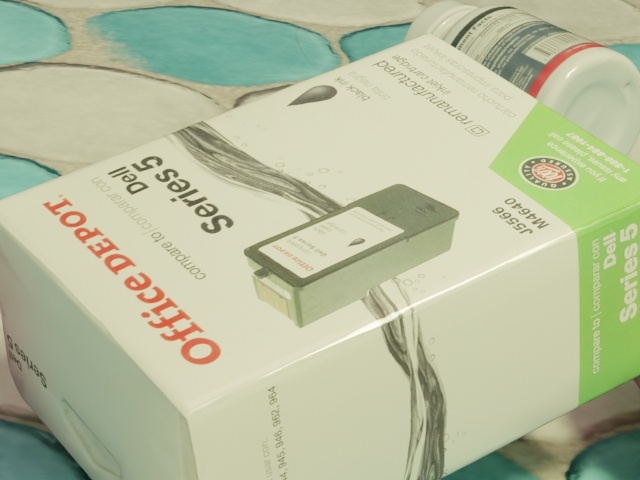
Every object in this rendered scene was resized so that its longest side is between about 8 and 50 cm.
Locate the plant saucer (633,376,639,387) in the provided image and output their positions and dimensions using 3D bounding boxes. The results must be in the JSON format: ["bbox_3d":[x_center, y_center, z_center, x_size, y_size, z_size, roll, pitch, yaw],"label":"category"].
[{"bbox_3d":[0.323,0.077,1.040,0.332,0.084,0.332,0,22,0],"label":"plant saucer"}]

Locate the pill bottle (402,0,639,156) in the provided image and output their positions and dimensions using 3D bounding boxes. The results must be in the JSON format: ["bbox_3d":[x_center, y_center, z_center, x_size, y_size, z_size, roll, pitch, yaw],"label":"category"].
[{"bbox_3d":[0.145,-0.116,1.460,0.108,0.108,0.180,-9,27,-34],"label":"pill bottle"}]

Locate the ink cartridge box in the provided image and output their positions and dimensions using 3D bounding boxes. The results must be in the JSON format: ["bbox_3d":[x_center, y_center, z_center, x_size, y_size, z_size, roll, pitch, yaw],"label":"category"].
[{"bbox_3d":[0.004,0.024,0.949,0.273,0.114,0.198,-24,40,-25],"label":"ink cartridge box"}]
